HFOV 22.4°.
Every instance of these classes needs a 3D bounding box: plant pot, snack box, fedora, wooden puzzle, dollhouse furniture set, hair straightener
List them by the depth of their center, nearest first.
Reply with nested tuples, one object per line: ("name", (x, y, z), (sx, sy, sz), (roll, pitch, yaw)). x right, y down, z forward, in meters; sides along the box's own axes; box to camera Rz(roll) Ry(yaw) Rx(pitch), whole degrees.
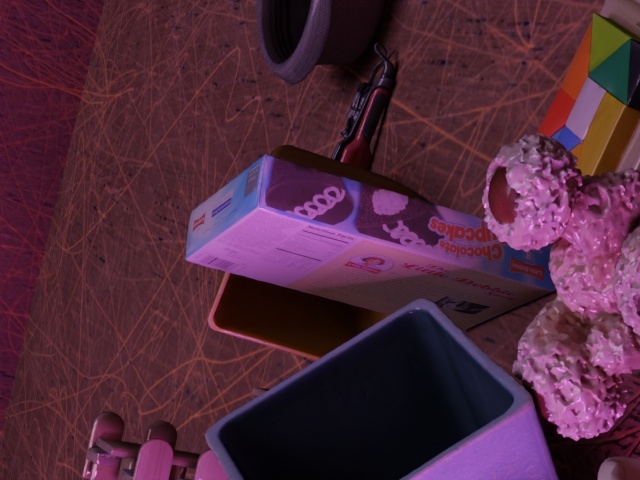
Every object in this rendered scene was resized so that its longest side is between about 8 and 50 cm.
("plant pot", (0.083, 0.250, 1.450), (0.252, 0.248, 0.247), (62, 173, -26))
("wooden puzzle", (0.258, -0.114, 1.496), (0.221, 0.044, 0.238), (-117, 43, -67))
("snack box", (0.050, 0.010, 1.587), (0.187, 0.322, 0.060), (-31, 47, 59))
("plant pot", (0.000, 0.000, 1.889), (0.187, 0.212, 0.212), (-97, 27, -65))
("dollhouse furniture set", (-0.155, 0.258, 2.044), (0.212, 0.242, 0.161), (9, 87, 67))
("hair straightener", (0.039, -0.142, 2.050), (0.089, 0.047, 0.230), (36, 111, 65))
("fedora", (0.007, -0.341, 2.127), (0.244, 0.124, 0.275), (147, 123, -62))

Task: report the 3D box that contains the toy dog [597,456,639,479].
("toy dog", (0.291, 0.335, 0.956), (0.284, 0.395, 0.407), (-34, -41, -71))

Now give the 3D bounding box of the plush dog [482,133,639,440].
("plush dog", (0.279, 0.027, 1.287), (0.225, 0.211, 0.262), (16, 123, 53))
